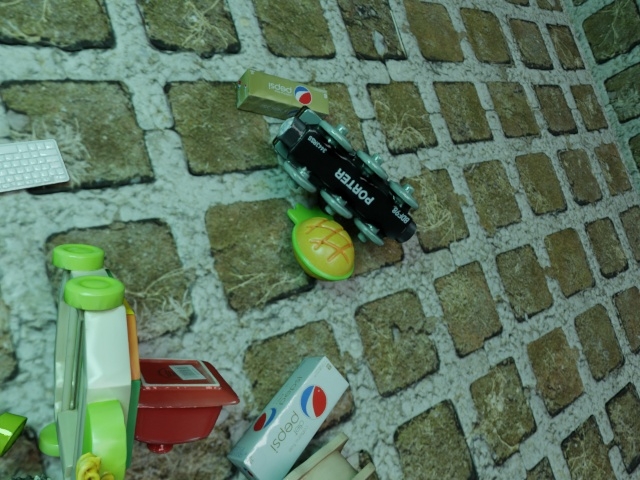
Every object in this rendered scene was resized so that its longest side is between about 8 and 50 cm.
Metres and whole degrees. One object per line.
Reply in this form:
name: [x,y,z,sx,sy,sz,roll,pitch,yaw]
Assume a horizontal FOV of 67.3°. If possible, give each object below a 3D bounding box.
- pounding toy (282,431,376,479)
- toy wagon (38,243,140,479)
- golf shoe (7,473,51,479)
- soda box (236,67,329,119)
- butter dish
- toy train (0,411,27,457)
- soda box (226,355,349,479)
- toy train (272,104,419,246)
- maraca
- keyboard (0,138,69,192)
pounding toy: [-0.005,0.426,0.711,0.155,0.154,0.270,41,30,25]
toy wagon: [-0.253,0.164,0.525,0.068,0.344,0.267,2,104,-35]
golf shoe: [-0.278,0.382,0.550,0.273,0.105,0.120,21,69,15]
soda box: [-0.074,-0.283,0.963,0.181,0.061,0.058,4,74,-33]
butter dish: [-0.214,0.237,0.672,0.160,0.160,0.118,9,93,-31]
toy train: [-0.404,0.195,0.548,0.143,0.105,0.248,26,62,-10]
soda box: [-0.049,0.294,0.795,0.074,0.069,0.216,51,55,-11]
toy train: [0.049,-0.124,0.926,0.334,0.190,0.142,37,103,-23]
maraca: [0.000,0.000,0.908,0.127,0.099,0.185,9,44,-35]
keyboard: [-0.490,-0.091,0.654,0.256,0.014,0.072,-18,86,-37]
